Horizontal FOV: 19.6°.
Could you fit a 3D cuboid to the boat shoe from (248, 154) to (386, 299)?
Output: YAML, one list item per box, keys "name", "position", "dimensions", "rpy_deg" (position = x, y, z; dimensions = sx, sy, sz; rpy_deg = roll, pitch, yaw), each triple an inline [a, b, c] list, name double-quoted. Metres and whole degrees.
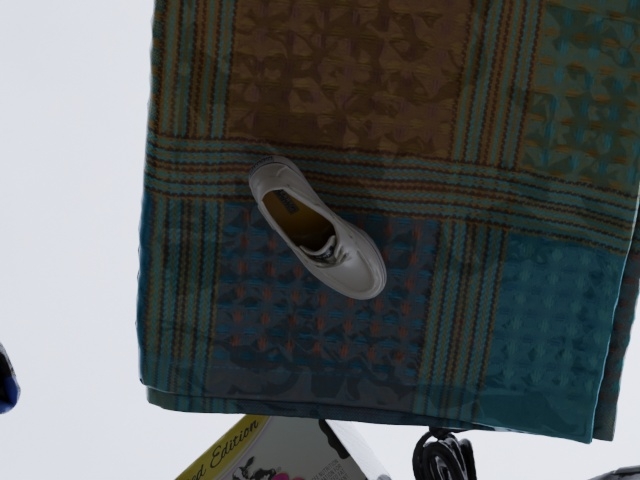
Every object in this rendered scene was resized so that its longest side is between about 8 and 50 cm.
- name: "boat shoe"
  position: [0.000, 0.000, 0.937]
  dimensions: [0.035, 0.035, 0.100]
  rpy_deg: [-32, -60, 14]

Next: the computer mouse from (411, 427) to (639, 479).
- name: "computer mouse"
  position: [0.182, 0.158, 1.169]
  dimensions: [0.262, 0.060, 0.184]
  rpy_deg: [-27, -94, 38]

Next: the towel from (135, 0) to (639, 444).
- name: "towel"
  position: [0.044, -0.058, 0.947]
  dimensions: [0.271, 0.040, 0.370]
  rpy_deg: [5, -60, 0]

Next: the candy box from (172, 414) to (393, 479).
- name: "candy box"
  position: [-0.006, 0.213, 1.084]
  dimensions: [0.159, 0.071, 0.233]
  rpy_deg: [-43, -133, 4]

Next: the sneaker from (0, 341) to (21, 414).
- name: "sneaker"
  position: [-0.338, 0.080, 1.682]
  dimensions: [0.087, 0.083, 0.221]
  rpy_deg: [33, -14, 46]
